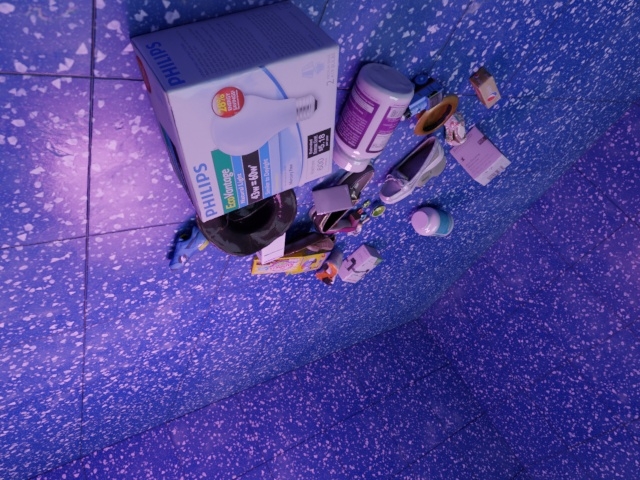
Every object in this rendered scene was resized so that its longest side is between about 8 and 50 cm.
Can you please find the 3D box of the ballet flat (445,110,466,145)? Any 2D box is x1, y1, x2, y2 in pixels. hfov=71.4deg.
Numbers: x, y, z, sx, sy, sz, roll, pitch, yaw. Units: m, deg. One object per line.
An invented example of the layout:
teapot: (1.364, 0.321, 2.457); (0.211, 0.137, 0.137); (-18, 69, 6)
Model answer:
ballet flat: (0.543, -0.427, 1.777); (0.091, 0.077, 0.241); (-39, 154, 10)

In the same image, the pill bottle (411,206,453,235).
pill bottle: (0.571, -0.095, 2.297); (0.264, 0.146, 0.146); (4, 136, -51)

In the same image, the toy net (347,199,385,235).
toy net: (0.187, -0.087, 1.996); (0.122, 0.045, 0.232); (-5, 142, -45)

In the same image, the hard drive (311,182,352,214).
hard drive: (0.044, -0.152, 1.639); (0.135, 0.022, 0.094); (-11, 113, 8)

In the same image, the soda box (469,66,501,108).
soda box: (0.608, -0.560, 1.642); (0.061, 0.058, 0.181); (-42, 153, 18)

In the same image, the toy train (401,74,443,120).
toy train: (0.300, -0.453, 1.427); (0.184, 0.105, 0.080); (-32, 154, -3)

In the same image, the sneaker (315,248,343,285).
sneaker: (0.058, 0.130, 2.175); (0.121, 0.099, 0.262); (-54, 179, -27)

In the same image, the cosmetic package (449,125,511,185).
cosmetic package: (0.690, -0.363, 1.927); (0.151, 0.184, 0.151); (-45, 152, 24)

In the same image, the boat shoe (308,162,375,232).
boat shoe: (0.094, -0.161, 1.704); (0.324, 0.097, 0.116); (-42, 152, 18)

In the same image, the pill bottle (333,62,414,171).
pill bottle: (0.142, -0.358, 1.344); (0.169, 0.169, 0.302); (-14, 148, -34)

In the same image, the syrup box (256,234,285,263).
syrup box: (-0.192, -0.021, 1.630); (0.096, 0.093, 0.237); (-22, 152, -22)

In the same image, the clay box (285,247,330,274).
clay box: (-0.073, 0.088, 1.997); (0.221, 0.053, 0.128); (-10, 145, -40)

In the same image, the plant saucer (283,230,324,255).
plant saucer: (-0.081, 0.006, 1.782); (0.198, 0.036, 0.198); (-22, -172, 3)

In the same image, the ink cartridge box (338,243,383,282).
ink cartridge box: (0.201, 0.125, 2.327); (0.208, 0.087, 0.153); (-42, 152, 19)

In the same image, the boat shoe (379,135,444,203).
boat shoe: (0.355, -0.282, 1.781); (0.320, 0.118, 0.103); (-41, 147, 8)

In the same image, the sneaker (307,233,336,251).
sneaker: (0.000, 0.000, 1.936); (0.188, 0.066, 0.071); (-2, 124, -55)

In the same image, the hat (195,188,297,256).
hat: (-0.241, -0.115, 1.370); (0.330, 0.134, 0.332); (-19, 132, -22)

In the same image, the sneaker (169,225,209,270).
sneaker: (-0.449, 0.022, 1.469); (0.209, 0.069, 0.082); (-37, 122, 27)

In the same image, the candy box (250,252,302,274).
candy box: (-0.183, 0.097, 1.861); (0.205, 0.027, 0.105); (-3, 145, -20)

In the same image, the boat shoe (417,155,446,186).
boat shoe: (0.455, -0.307, 1.900); (0.233, 0.079, 0.084); (-33, 132, -31)

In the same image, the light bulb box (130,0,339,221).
light bulb box: (-0.173, -0.288, 1.014); (0.360, 0.225, 0.358); (-24, 146, -19)

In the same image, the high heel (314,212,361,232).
high heel: (0.061, -0.053, 1.891); (0.243, 0.082, 0.117); (-22, 156, -37)

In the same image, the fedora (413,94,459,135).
fedora: (0.386, -0.450, 1.547); (0.194, 0.079, 0.194); (-27, 162, -10)
